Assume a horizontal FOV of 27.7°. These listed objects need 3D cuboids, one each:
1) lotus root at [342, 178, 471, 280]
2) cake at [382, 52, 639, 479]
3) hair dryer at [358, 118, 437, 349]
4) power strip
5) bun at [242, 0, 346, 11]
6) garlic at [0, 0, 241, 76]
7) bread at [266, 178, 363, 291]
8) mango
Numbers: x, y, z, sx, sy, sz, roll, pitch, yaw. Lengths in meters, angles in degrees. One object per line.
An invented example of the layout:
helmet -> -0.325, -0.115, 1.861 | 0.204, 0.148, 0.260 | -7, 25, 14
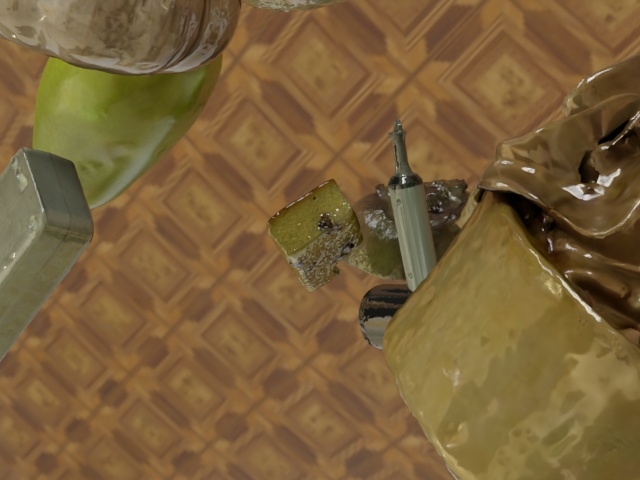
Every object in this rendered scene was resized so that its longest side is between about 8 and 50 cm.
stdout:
lotus root -> 0.115, -0.025, 1.510 | 0.203, 0.183, 0.078 | 23, 127, 39
cake -> 0.248, 0.037, 0.827 | 0.332, 0.332, 0.321 | 37, 108, 5
hair dryer -> 0.072, -0.002, 1.058 | 0.100, 0.057, 0.198 | 2, 107, 38
power strip -> -0.282, 0.055, 1.046 | 0.288, 0.053, 0.093 | -49, 48, 26
bun -> 0.011, -0.318, 1.208 | 0.168, 0.273, 0.273 | 32, 139, -11
garlic -> -0.170, -0.213, 1.021 | 0.227, 0.228, 0.152 | 18, 102, 25
bread -> 0.000, 0.000, 1.355 | 0.049, 0.088, 0.226 | 53, 178, 13
mango -> -0.198, -0.146, 1.304 | 0.149, 0.185, 0.273 | 40, 145, -1
